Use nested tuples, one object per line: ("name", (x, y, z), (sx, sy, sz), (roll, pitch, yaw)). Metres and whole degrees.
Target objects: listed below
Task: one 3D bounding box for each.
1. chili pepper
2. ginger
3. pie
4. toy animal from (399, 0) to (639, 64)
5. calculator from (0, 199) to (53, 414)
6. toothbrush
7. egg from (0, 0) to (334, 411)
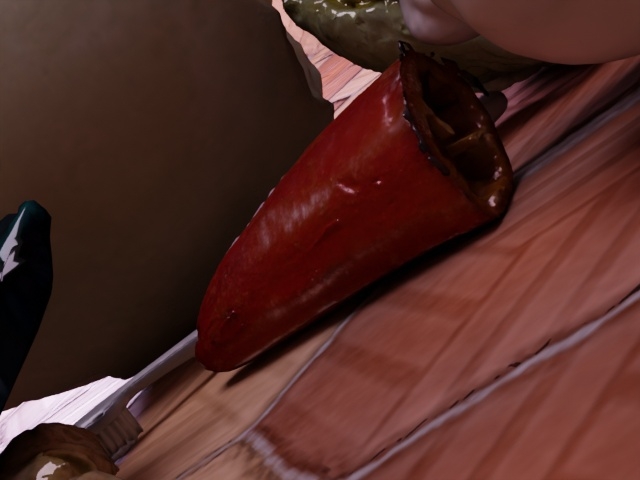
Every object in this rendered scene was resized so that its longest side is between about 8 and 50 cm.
("chili pepper", (0.002, 0.004, 0.628), (0.169, 0.065, 0.088), (-42, 31, 29))
("ginger", (-0.099, 0.105, 0.544), (0.069, 0.051, 0.173), (-46, 14, -9))
("pie", (0.055, -0.132, 0.804), (0.248, 0.201, 0.090), (-72, -3, -75))
("toy animal", (0.136, -0.161, 0.469), (0.241, 0.196, 0.367), (-10, 7, 3))
("calculator", (-0.213, 0.133, 0.615), (0.248, 0.058, 0.274), (-35, 27, 48))
("toothbrush", (-0.012, 0.018, 0.719), (0.288, 0.024, 0.021), (-39, 10, -16))
("egg", (-0.161, -0.050, 0.830), (0.336, 0.278, 0.278), (-38, 8, 8))
